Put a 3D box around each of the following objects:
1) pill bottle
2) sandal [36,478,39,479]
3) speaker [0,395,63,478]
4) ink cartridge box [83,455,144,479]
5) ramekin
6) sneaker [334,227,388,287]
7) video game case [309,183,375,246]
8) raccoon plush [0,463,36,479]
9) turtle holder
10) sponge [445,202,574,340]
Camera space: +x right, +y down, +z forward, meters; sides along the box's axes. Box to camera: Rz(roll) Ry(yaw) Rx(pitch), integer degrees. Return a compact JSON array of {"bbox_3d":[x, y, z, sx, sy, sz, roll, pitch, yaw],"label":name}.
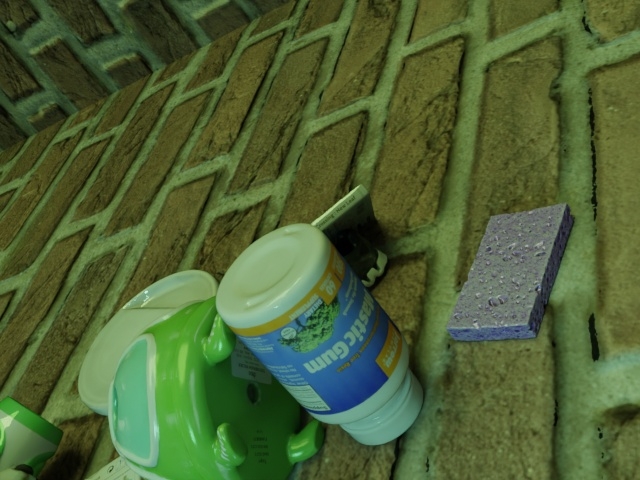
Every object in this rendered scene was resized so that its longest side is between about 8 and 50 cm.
[{"bbox_3d":[0.012,0.122,1.040,0.152,0.272,0.152,-28,31,19],"label":"pill bottle"},{"bbox_3d":[-0.565,0.437,1.467,0.254,0.054,0.097,-3,52,32],"label":"sandal"},{"bbox_3d":[-0.532,0.395,1.346,0.131,0.131,0.296,8,59,52],"label":"speaker"},{"bbox_3d":[-0.296,0.433,1.159,0.186,0.065,0.311,-35,27,10],"label":"ink cartridge box"},{"bbox_3d":[-0.235,0.185,1.367,0.273,0.127,0.273,-28,32,19],"label":"ramekin"},{"bbox_3d":[0.003,0.075,1.280,0.078,0.106,0.234,6,52,51],"label":"sneaker"},{"bbox_3d":[0.000,0.000,1.341,0.193,0.023,0.212,-39,-10,-1],"label":"video game case"},{"bbox_3d":[-0.480,0.502,1.125,0.299,0.216,0.446,-1,76,59],"label":"raccoon plush"},{"bbox_3d":[-0.140,0.238,1.119,0.227,0.320,0.243,-16,7,28],"label":"turtle holder"},{"bbox_3d":[0.250,0.040,1.137,0.117,0.031,0.210,-8,42,41],"label":"sponge"}]
